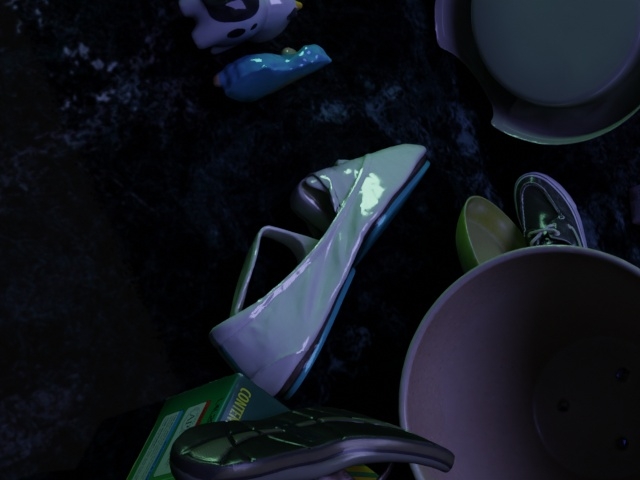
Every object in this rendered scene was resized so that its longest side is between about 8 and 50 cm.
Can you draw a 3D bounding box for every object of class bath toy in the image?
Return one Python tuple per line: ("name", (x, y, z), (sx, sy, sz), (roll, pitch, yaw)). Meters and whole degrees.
("bath toy", (-0.113, -0.342, 1.417), (0.348, 0.129, 0.151), (65, 16, -1))

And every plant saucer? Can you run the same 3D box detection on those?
("plant saucer", (0.242, 0.055, 1.554), (0.241, 0.037, 0.241), (42, 29, -30))

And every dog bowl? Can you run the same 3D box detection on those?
("dog bowl", (0.326, -0.305, 1.611), (0.102, 0.348, 0.349), (-15, 84, -54))

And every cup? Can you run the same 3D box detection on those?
("cup", (0.283, 0.182, 1.320), (0.237, 0.331, 0.331), (15, 63, -62))

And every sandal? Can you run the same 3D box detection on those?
("sandal", (-0.009, 0.212, 1.123), (0.302, 0.120, 0.086), (1, 98, -36))

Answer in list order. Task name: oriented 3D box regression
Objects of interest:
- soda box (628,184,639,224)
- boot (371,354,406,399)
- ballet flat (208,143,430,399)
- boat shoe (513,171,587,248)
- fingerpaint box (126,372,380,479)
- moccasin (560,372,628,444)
("soda box", (0.558, -0.046, 1.862), (0.183, 0.063, 0.058), (10, 68, -35))
("boot", (0.181, 0.232, 1.457), (0.246, 0.094, 0.207), (2, 69, -43))
("ballet flat", (0.000, 0.000, 1.394), (0.139, 0.139, 0.400), (44, 54, -17))
("boat shoe", (0.314, 0.004, 1.610), (0.070, 0.077, 0.219), (9, 54, -60))
("fingerpaint box", (-0.064, 0.418, 1.160), (0.371, 0.163, 0.445), (40, 55, -19))
("moccasin", (0.365, 0.254, 1.575), (0.137, 0.116, 0.342), (21, 62, -30))
